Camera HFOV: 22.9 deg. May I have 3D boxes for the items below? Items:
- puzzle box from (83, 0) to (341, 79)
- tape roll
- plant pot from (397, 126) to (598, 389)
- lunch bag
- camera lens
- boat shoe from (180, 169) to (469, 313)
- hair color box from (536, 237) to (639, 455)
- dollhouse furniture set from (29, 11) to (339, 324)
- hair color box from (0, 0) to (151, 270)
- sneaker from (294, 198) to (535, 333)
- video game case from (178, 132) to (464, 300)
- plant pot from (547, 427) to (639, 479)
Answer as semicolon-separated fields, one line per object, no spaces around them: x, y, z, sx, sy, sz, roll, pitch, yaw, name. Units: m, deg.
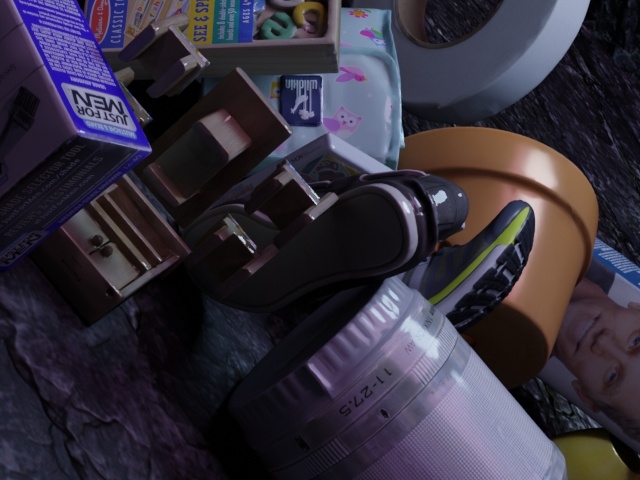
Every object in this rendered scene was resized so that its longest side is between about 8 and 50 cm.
-0.111;-0.352;1.737;0.052;0.272;0.409;80;9;-57;puzzle box
0.210;-0.356;2.265;0.072;0.392;0.392;27;34;-45;tape roll
0.170;0.040;1.808;0.291;0.291;0.203;37;44;-30;plant pot
-0.023;-0.154;1.743;0.223;0.160;0.262;3;33;-2;lunch bag
0.076;0.192;1.465;0.274;0.219;0.219;49;24;-6;camera lens
0.000;0.000;1.481;0.095;0.335;0.112;-16;94;-41;boat shoe
0.343;0.106;1.984;0.347;0.174;0.105;37;18;22;hair color box
-0.125;-0.054;1.412;0.212;0.242;0.161;50;24;-1;dollhouse furniture set
-0.300;-0.164;1.327;0.110;0.185;0.338;11;47;-58;hair color box
0.094;0.051;1.631;0.121;0.300;0.111;50;-2;22;sneaker
0.003;-0.018;1.643;0.227;0.206;0.026;28;45;-43;video game case
0.343;0.286;1.967;0.134;0.095;0.134;40;27;-25;plant pot
